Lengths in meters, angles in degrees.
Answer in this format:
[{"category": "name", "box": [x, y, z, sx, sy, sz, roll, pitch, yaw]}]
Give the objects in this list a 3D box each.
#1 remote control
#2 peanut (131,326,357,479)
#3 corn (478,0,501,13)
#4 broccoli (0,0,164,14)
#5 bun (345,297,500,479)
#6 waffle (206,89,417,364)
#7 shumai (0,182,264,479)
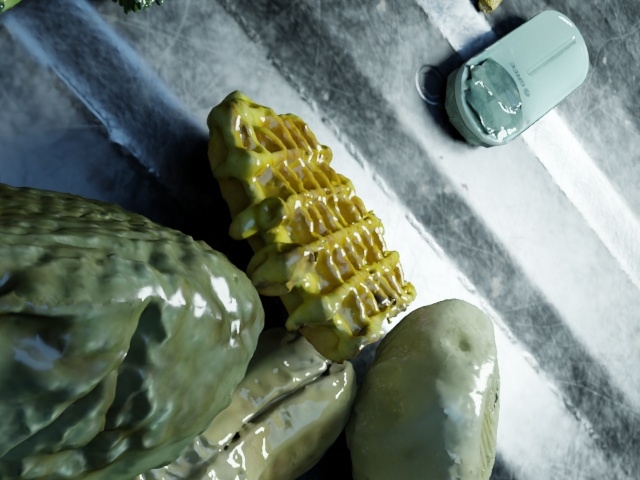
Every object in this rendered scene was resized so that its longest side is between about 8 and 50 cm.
[{"category": "remote control", "box": [0.229, -0.187, 1.123, 0.247, 0.052, 0.104, -36, 99, -37]}, {"category": "peanut", "box": [-0.085, 0.163, 0.754, 0.290, 0.130, 0.130, -36, 101, -39]}, {"category": "corn", "box": [0.211, -0.301, 1.152, 0.027, 0.028, 0.083, 33, 59, -2]}, {"category": "broccoli", "box": [-0.210, -0.224, 0.786, 0.204, 0.118, 0.122, -32, 130, -22]}, {"category": "bun", "box": [0.089, 0.164, 0.858, 0.231, 0.133, 0.231, 5, 90, -74]}, {"category": "waffle", "box": [-0.001, 0.000, 0.812, 0.309, 0.065, 0.283, 42, 21, -41]}, {"category": "shumai", "box": [-0.208, 0.117, 0.606, 0.330, 0.292, 0.289, 5, 99, -42]}]
